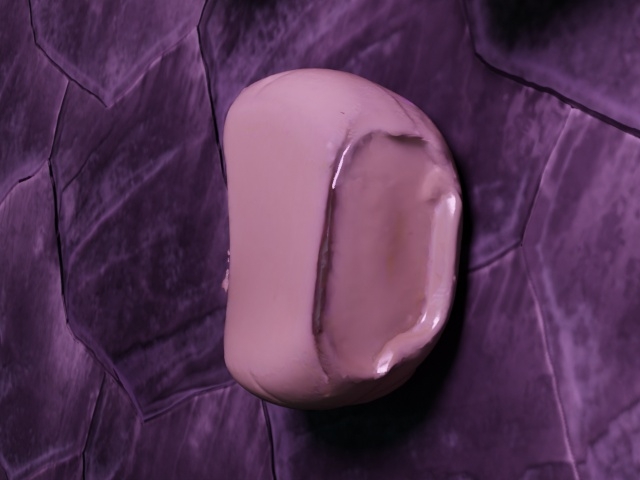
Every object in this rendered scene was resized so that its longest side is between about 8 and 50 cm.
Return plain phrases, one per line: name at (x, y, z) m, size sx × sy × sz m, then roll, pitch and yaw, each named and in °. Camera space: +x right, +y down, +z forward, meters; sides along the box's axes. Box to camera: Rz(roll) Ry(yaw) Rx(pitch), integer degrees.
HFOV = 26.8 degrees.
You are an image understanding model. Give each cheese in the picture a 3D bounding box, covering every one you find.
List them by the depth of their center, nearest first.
cheese at (0.000, 0.000, 1.049) m, size 0.233 × 0.127 × 0.266 m, roll 5°, pitch 91°, yaw 57°
